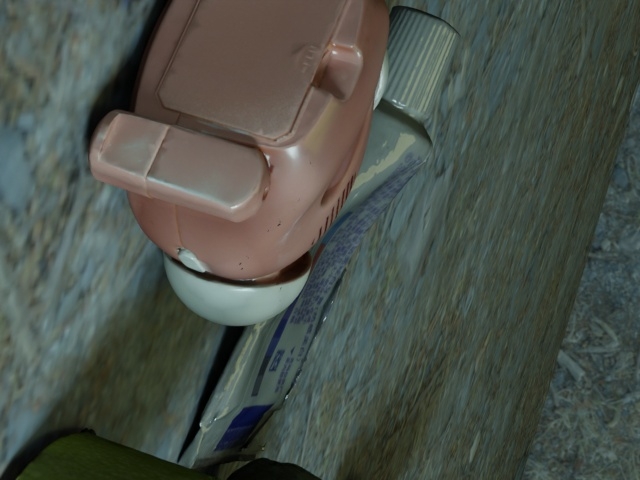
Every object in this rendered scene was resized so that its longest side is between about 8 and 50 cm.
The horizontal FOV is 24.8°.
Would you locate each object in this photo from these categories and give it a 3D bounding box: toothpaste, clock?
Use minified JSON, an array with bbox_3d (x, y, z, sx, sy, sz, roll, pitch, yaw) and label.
[{"bbox_3d":[0.001,0.001,0.823,0.099,0.068,0.282,24,94,-44],"label":"toothpaste"},{"bbox_3d":[-0.018,-0.051,0.631,0.162,0.092,0.166,71,39,-70],"label":"clock"}]

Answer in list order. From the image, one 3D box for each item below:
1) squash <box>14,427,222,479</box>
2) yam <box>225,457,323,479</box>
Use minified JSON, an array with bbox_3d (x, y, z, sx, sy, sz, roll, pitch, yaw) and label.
[{"bbox_3d":[-0.045,0.161,0.608,0.123,0.186,0.123,19,90,-81],"label":"squash"},{"bbox_3d":[-0.051,0.202,0.781,0.183,0.107,0.107,-50,153,-56],"label":"yam"}]
